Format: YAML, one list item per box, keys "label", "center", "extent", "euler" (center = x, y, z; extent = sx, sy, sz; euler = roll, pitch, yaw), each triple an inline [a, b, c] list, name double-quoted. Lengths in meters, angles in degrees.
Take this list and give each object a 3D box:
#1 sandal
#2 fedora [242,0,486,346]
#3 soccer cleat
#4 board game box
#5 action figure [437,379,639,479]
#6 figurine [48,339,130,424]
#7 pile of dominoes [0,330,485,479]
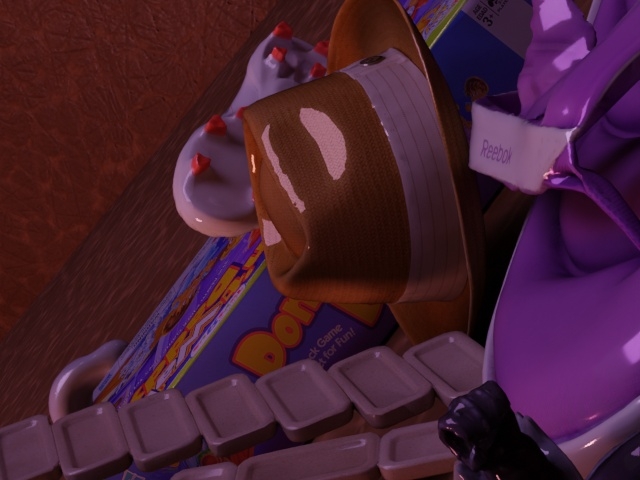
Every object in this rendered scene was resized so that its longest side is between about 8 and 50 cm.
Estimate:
- label: "sandal"
  center: [0.114, -0.066, 0.675]
  extent: [0.169, 0.102, 0.416]
  euler: [-45, 14, 36]
- label: "fedora"
  center: [0.010, -0.023, 0.786]
  extent: [0.079, 0.194, 0.194]
  euler: [-13, 3, -13]
- label: "soccer cleat"
  center: [-0.036, -0.049, 0.954]
  extent: [0.196, 0.068, 0.076]
  euler: [-67, 3, -54]
- label: "board game box"
  center: [0.000, 0.000, 1.008]
  extent: [0.347, 0.078, 0.233]
  euler: [-53, 11, 1]
- label: "action figure"
  center: [0.069, 0.089, 0.414]
  extent: [0.285, 0.099, 0.185]
  euler: [-51, 19, 32]
- label: "figurine"
  center: [-0.204, 0.177, 1.306]
  extent: [0.215, 0.092, 0.209]
  euler: [-54, 7, -11]
- label: "pile of dominoes"
  center: [-0.035, 0.113, 0.667]
  extent: [0.251, 0.040, 0.196]
  euler: [-12, 22, 11]
